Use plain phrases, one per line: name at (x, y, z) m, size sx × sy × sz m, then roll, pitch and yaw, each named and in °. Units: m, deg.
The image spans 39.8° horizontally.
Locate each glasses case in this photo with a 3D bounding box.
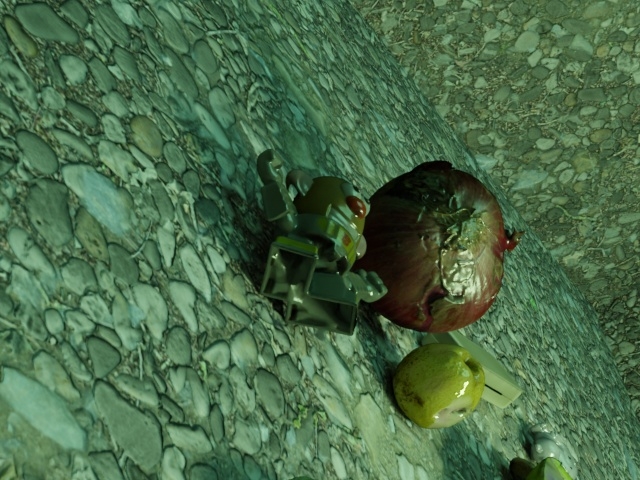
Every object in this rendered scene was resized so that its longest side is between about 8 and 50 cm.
glasses case at (0.353, 0.293, 2.044) m, size 0.313 × 0.070 × 0.131 m, roll 33°, pitch 15°, yaw -50°

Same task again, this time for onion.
onion at (0.233, 0.017, 1.807) m, size 0.353 × 0.354 × 0.353 m, roll 47°, pitch 25°, yaw -31°

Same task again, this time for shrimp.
shrimp at (0.542, 0.609, 2.012) m, size 0.289 × 0.075 × 0.178 m, roll 61°, pitch -19°, yaw -2°

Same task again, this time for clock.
clock at (0.598, 0.570, 2.280) m, size 0.176 × 0.080 × 0.117 m, roll 56°, pitch 22°, yaw -11°

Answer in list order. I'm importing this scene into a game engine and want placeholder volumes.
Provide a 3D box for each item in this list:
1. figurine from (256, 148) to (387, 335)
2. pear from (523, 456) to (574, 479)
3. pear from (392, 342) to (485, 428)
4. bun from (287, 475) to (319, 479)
figurine at (-0.002, 0.000, 1.524) m, size 0.285 × 0.167 × 0.342 m, roll -73°, pitch 152°, yaw -51°
pear at (0.469, 0.652, 1.776) m, size 0.399 × 0.165 × 0.398 m, roll 48°, pitch 25°, yaw -31°
pear at (0.232, 0.279, 1.712) m, size 0.178 × 0.178 × 0.178 m, roll 47°, pitch 25°, yaw -31°
bun at (0.005, 0.394, 1.137) m, size 0.195 × 0.118 × 0.195 m, roll 52°, pitch 21°, yaw -28°
